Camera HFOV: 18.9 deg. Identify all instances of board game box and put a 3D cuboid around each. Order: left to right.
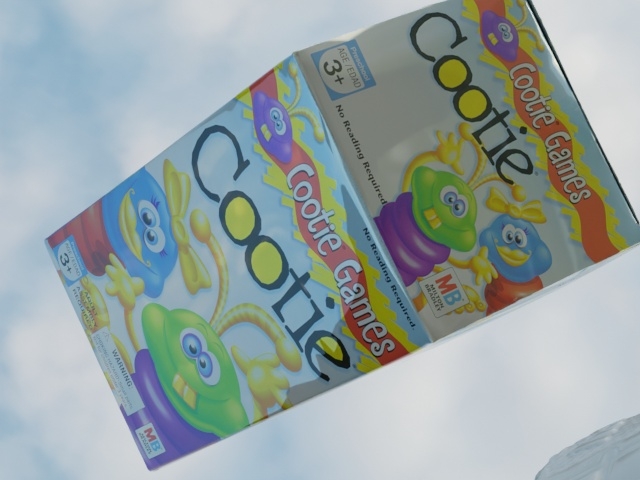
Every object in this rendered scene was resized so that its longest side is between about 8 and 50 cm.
[{"bbox_3d":[0.000,0.000,0.953,0.142,0.275,0.144,-23,-95,-36],"label":"board game box"}]

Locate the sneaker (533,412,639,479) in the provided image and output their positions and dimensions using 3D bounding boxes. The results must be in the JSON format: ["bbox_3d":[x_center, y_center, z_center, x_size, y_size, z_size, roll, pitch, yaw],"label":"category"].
[{"bbox_3d":[0.054,0.093,0.379,0.158,0.061,0.065,-39,-78,-43],"label":"sneaker"}]
